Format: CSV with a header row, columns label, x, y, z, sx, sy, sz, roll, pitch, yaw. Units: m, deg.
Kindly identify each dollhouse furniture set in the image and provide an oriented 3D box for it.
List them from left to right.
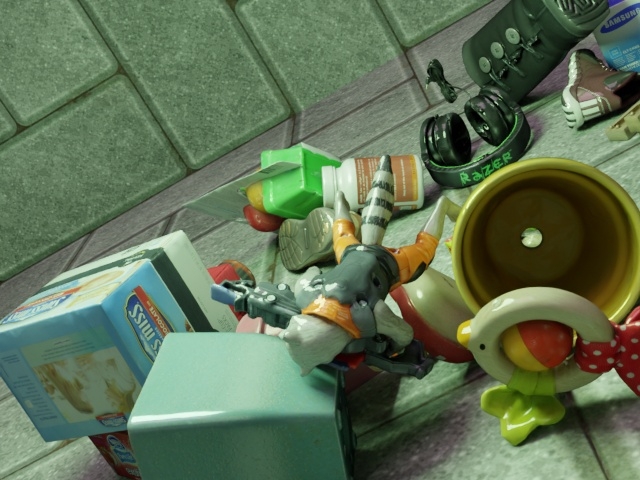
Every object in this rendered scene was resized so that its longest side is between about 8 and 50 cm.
label,x,y,z,sx,sy,sz,roll,pitch,yaw
dollhouse furniture set,0.614,-0.279,1.717,0.144,0.123,0.151,-38,19,-20

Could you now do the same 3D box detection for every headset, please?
label,x,y,z,sx,sy,sz,roll,pitch,yaw
headset,0.324,-0.275,2.088,0.243,0.185,0.394,-28,30,12

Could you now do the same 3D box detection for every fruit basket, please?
label,x,y,z,sx,sy,sz,roll,pitch,yaw
fruit basket,-0.099,-0.108,2.198,0.353,0.327,0.166,-15,68,43

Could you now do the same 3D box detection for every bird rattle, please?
label,x,y,z,sx,sy,sz,roll,pitch,yaw
bird rattle,0.279,0.134,1.079,0.253,0.207,0.143,-27,34,44

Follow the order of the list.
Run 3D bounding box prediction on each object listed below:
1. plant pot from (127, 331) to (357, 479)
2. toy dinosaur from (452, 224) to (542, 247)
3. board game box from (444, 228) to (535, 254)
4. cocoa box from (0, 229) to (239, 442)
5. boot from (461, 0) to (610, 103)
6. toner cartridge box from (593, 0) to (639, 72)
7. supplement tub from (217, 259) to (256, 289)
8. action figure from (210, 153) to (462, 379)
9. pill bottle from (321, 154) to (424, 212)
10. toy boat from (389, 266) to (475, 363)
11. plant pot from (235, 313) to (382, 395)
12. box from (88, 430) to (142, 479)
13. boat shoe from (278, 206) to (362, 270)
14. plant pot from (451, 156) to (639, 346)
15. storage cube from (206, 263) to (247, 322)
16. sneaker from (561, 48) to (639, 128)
label,x,y,z,sx,sy,sz,roll,pitch,yaw
plant pot,-0.084,0.269,1.242,0.252,0.247,0.248,-9,22,7
toy dinosaur,0.316,0.009,1.510,0.268,0.064,0.118,1,24,36
board game box,0.321,-0.021,1.649,0.181,0.043,0.092,-34,18,-5
cocoa box,-0.348,0.168,1.534,0.347,0.231,0.228,-16,19,37
boot,0.439,-0.536,2.108,0.146,0.367,0.445,-24,-8,-14
toner cartridge box,0.765,-0.489,1.962,0.347,0.165,0.075,-22,20,29
supplement tub,-0.234,0.136,2.048,0.106,0.106,0.198,-15,23,41
action figure,0.013,0.040,1.274,0.341,0.179,0.330,13,47,15
pill bottle,0.113,-0.123,2.008,0.216,0.121,0.121,-3,19,-2
toy boat,0.160,0.131,1.411,0.151,0.151,0.231,-61,15,9
plant pot,-0.004,0.170,1.414,0.180,0.201,0.201,-25,19,25
box,-0.289,0.332,1.586,0.128,0.123,0.256,-41,20,-32
boat shoe,0.000,0.000,2.047,0.116,0.123,0.324,-3,-5,-25
plant pot,0.313,0.006,1.306,0.254,0.254,0.239,-29,2,10
storage cube,-0.242,0.187,1.799,0.215,0.184,0.193,-15,25,40
sneaker,0.611,-0.334,1.946,0.162,0.106,0.281,-11,33,29
